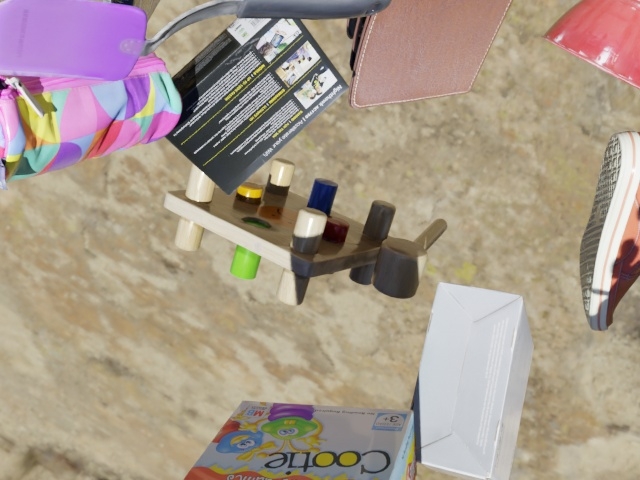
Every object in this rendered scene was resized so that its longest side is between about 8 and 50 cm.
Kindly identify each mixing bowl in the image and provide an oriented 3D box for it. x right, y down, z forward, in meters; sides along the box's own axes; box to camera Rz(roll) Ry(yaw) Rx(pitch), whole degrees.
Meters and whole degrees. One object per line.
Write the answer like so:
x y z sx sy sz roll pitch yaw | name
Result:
0.399 -0.273 1.123 0.181 0.181 0.098 29 107 2 | mixing bowl

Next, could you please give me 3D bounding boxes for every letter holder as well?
0.114 -0.325 1.007 0.152 0.214 0.302 55 144 30 | letter holder

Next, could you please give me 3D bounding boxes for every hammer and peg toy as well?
0.000 0.000 1.151 0.361 0.266 0.127 25 108 27 | hammer and peg toy

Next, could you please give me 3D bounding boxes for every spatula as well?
-0.072 -0.150 0.568 0.030 0.296 0.084 65 150 12 | spatula

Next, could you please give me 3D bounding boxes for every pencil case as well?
-0.210 -0.107 0.679 0.104 0.236 0.104 7 109 21 | pencil case

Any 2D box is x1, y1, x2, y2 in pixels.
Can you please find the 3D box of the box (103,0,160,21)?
-0.344 -0.461 1.565 0.056 0.183 0.231 25 153 -8 | box

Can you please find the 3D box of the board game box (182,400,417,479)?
-0.003 0.276 0.622 0.144 0.142 0.275 1 107 16 | board game box

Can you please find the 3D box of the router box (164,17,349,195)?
-0.074 -0.148 0.866 0.133 0.179 0.046 46 -176 -47 | router box

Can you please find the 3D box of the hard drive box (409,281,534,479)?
0.168 0.165 0.910 0.089 0.181 0.232 9 164 20 | hard drive box

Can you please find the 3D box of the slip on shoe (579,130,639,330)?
0.404 0.002 1.101 0.101 0.123 0.331 3 133 4 | slip on shoe
